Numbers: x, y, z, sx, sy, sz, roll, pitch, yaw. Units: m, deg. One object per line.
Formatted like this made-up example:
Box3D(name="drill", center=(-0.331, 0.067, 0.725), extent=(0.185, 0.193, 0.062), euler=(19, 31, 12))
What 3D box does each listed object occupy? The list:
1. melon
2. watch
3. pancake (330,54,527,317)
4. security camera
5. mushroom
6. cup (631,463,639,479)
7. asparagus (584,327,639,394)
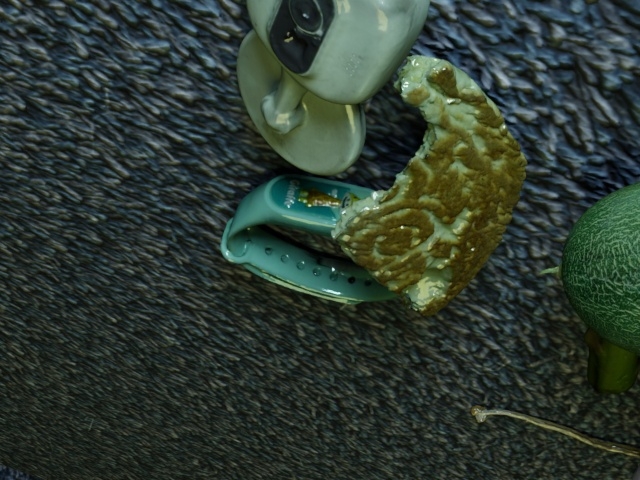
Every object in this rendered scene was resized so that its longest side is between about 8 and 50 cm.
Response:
Box3D(name="melon", center=(0.347, 0.025, 0.864), extent=(0.288, 0.182, 0.182), euler=(2, 145, 26))
Box3D(name="watch", center=(0.000, 0.000, 1.110), extent=(0.237, 0.068, 0.195), euler=(11, 150, 4))
Box3D(name="pancake", center=(0.101, -0.035, 0.949), extent=(0.198, 0.054, 0.376), euler=(-12, 139, -15))
Box3D(name="security camera", center=(-0.013, -0.153, 0.816), extent=(0.157, 0.080, 0.301), euler=(44, 148, 8))
Box3D(name="mushroom", center=(0.368, 0.289, 1.422), extent=(0.286, 0.025, 0.028), euler=(12, 164, 6))
Box3D(name="cup", center=(0.577, 0.370, 1.316), extent=(0.253, 0.191, 0.200), euler=(-41, 118, 21))
Box3D(name="asparagus", center=(0.347, 0.098, 1.097), extent=(0.067, 0.060, 0.277), euler=(26, 154, 25))
